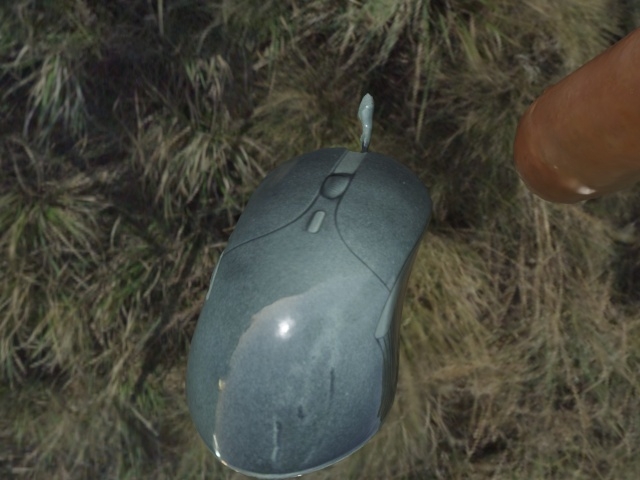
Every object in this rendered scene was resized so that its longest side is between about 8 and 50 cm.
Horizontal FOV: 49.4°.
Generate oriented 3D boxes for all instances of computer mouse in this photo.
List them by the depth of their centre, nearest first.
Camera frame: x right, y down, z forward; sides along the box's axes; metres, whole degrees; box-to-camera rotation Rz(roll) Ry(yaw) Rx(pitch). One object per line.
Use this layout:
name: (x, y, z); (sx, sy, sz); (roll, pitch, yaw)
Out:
computer mouse: (0.000, 0.000, 0.564); (0.167, 0.379, 0.090); (9, 147, 10)

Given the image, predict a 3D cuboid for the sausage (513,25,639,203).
sausage: (0.203, -0.089, 0.343); (0.094, 0.419, 0.094); (19, 83, -3)
